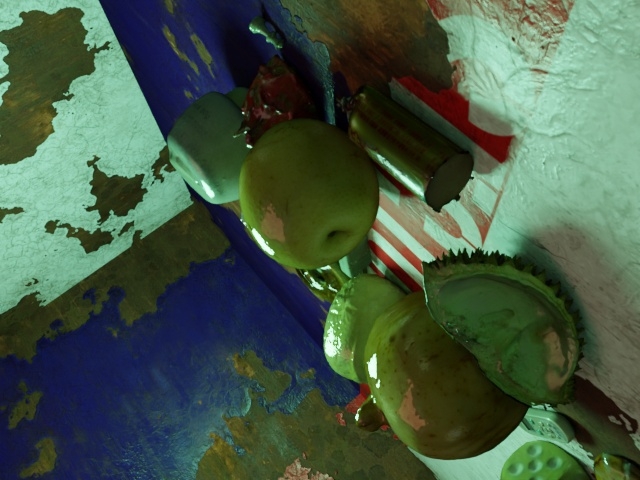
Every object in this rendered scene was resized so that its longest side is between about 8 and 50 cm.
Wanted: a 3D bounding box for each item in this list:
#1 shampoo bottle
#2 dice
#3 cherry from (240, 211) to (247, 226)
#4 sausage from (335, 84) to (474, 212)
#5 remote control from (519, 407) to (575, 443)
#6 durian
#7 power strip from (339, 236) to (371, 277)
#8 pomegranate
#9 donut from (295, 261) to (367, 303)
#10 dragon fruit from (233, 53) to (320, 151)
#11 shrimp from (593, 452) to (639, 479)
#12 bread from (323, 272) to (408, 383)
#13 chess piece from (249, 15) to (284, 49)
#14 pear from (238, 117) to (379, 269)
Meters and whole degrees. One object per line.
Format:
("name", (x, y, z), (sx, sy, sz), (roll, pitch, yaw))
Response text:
("shampoo bottle", (-0.284, -0.281, 1.771), (0.322, 0.317, 0.322), (47, 161, 21))
("dice", (0.591, 0.645, 1.542), (0.166, 0.169, 0.169), (58, 164, -18))
("cherry", (-0.082, -0.097, 1.695), (0.261, 0.307, 0.221), (70, -166, -46))
("sausage", (0.136, -0.195, 1.106), (0.317, 0.117, 0.125), (44, 158, 29))
("remote control", (0.555, 0.456, 1.473), (0.078, 0.042, 0.221), (52, 166, 1))
("durian", (0.358, 0.156, 1.091), (0.394, 0.198, 0.163), (53, 164, -8))
("power strip", (0.099, 0.030, 1.765), (0.053, 0.093, 0.288), (39, 159, 32))
("pomegranate", (0.254, 0.304, 1.312), (0.410, 0.410, 0.410), (48, 164, 18))
("donut", (0.024, 0.073, 2.005), (0.330, 0.160, 0.330), (35, 156, 18))
("dragon fruit", (-0.108, -0.289, 1.476), (0.134, 0.211, 0.262), (49, 172, 41))
("shrimp", (0.710, 0.587, 1.291), (0.287, 0.063, 0.152), (55, 153, -1))
("bread", (0.141, 0.260, 1.758), (0.237, 0.320, 0.321), (14, 141, 45))
("chess piece", (-0.122, -0.482, 1.380), (0.093, 0.042, 0.042), (45, 164, 10))
("pear", (-0.027, -0.111, 1.383), (0.348, 0.348, 0.348), (48, 164, 18))
